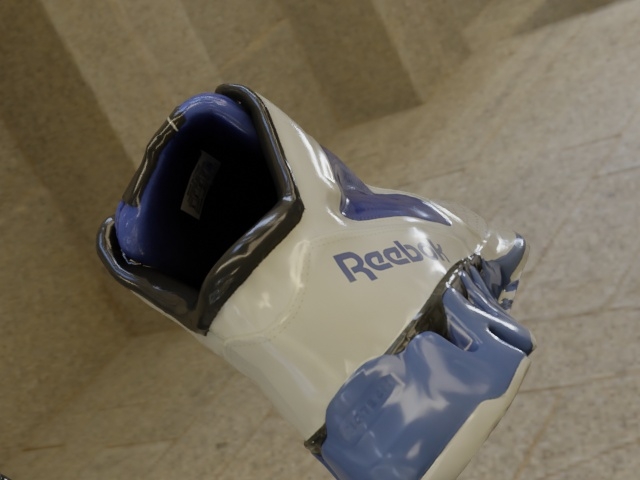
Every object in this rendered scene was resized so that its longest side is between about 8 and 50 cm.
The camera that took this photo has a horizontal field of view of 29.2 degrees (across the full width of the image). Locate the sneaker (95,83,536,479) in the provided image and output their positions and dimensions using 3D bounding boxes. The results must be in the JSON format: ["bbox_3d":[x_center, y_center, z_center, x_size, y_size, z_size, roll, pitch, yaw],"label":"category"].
[{"bbox_3d":[0.000,0.000,0.601,0.182,0.127,0.315,41,-170,-4],"label":"sneaker"}]

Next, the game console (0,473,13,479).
[{"bbox_3d":[-0.181,0.186,0.631,0.107,0.071,0.122,42,-159,-33],"label":"game console"}]
